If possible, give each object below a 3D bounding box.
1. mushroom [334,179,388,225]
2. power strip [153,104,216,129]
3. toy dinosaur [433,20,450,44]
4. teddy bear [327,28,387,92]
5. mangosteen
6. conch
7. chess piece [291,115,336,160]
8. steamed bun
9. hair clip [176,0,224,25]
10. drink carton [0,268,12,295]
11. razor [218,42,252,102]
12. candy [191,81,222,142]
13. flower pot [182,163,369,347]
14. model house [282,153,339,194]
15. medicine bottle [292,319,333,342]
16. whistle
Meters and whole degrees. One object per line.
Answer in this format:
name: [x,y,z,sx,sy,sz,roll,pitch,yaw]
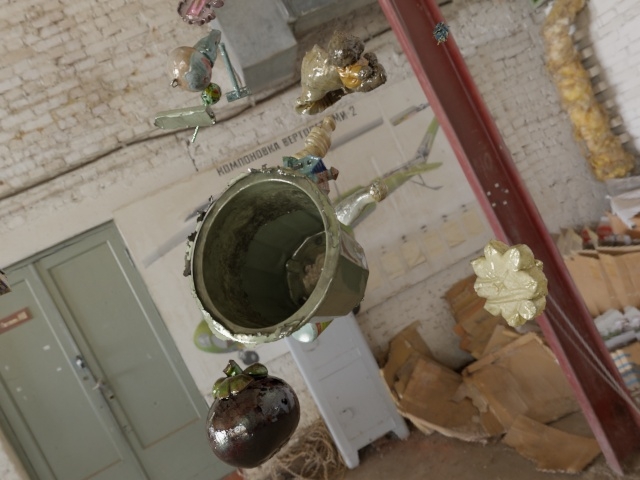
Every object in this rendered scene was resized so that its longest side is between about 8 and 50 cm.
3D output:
mushroom: [0.145,-0.139,1.533,0.223,0.081,0.092,-34,28,35]
power strip: [-0.570,-0.510,1.816,0.285,0.080,0.048,-3,52,16]
toy dinosaur: [0.375,-0.639,1.336,0.030,0.047,0.083,-13,47,53]
teddy bear: [0.094,-0.524,1.274,0.140,0.190,0.177,-29,43,19]
mangosteen: [-0.221,0.537,1.341,0.300,0.300,0.300,-26,2,1]
conch: [0.027,-0.595,1.592,0.263,0.186,0.324,7,-18,-43]
chess piece: [-0.018,-0.404,1.886,0.307,0.138,0.124,-59,14,-18]
steamed bun: [0.656,0.127,1.479,0.137,0.292,0.295,-14,30,-23]
hair clip: [-0.398,-0.887,1.513,0.172,0.301,0.069,19,2,24]
drink carton: [-0.906,0.090,1.187,0.056,0.071,0.166,-28,-17,-29]
razor: [-0.353,-0.659,1.704,0.106,0.068,0.232,-22,-37,-5]
candy: [-0.525,-0.569,1.955,0.305,0.083,0.091,-56,7,34]
flower pot: [-0.048,0.038,0.767,0.290,0.291,0.259,-25,-22,21]
model house: [-0.020,-0.180,1.246,0.148,0.148,0.119,-17,-34,8]
medicine bottle: [-0.020,0.288,1.702,0.139,0.139,0.225,-24,8,38]
whistle: [-0.487,-0.732,1.768,0.348,0.189,0.189,-59,17,-25]
